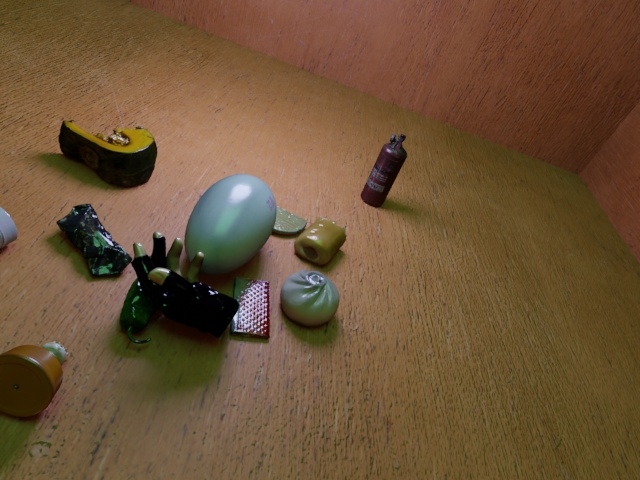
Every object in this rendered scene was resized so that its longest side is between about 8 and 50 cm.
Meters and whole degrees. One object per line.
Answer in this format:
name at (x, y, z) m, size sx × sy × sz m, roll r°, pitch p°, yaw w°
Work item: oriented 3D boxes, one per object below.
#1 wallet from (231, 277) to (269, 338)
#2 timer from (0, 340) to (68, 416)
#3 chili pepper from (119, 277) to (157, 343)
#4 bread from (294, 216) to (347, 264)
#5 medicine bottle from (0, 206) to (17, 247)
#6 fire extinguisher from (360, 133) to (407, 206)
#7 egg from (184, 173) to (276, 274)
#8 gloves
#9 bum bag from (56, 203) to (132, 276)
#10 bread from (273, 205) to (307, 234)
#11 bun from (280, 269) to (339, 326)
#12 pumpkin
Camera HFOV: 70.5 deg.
wallet at (-0.189, 0.181, 1.237) m, size 0.103 × 0.020 × 0.196 m, roll 11°, pitch 39°, yaw -16°
timer at (-0.557, 0.249, 0.900) m, size 0.132 × 0.132 × 0.152 m, roll 20°, pitch 15°, yaw -5°
chili pepper at (-0.426, 0.137, 1.118) m, size 0.100 × 0.074 × 0.257 m, roll 59°, pitch 28°, yaw -29°
bread at (0.001, -0.001, 1.504) m, size 0.134 × 0.085 × 0.173 m, roll 30°, pitch 37°, yaw 9°
medicine bottle at (-0.848, 0.024, 1.006) m, size 0.161 × 0.111 × 0.296 m, roll 30°, pitch 39°, yaw 7°
fire extinguisher at (0.260, -0.283, 1.776) m, size 0.106 × 0.337 × 0.147 m, roll 23°, pitch 37°, yaw 2°
egg at (-0.257, -0.049, 1.309) m, size 0.230 × 0.230 × 0.371 m, roll 23°, pitch 44°, yaw -1°
gloves at (-0.328, 0.111, 1.084) m, size 0.301 × 0.152 × 0.197 m, roll 55°, pitch -6°, yaw -6°
bum bag at (-0.602, -0.001, 1.198) m, size 0.102 × 0.069 × 0.248 m, roll -36°, pitch 68°, yaw -23°
bread at (-0.148, -0.065, 1.547) m, size 0.193 × 0.036 × 0.112 m, roll 25°, pitch 42°, yaw -4°
bun at (-0.027, 0.151, 1.280) m, size 0.172 × 0.120 × 0.173 m, roll 13°, pitch 38°, yaw -10°
pumpkin at (-0.670, -0.302, 1.469) m, size 0.280 × 0.139 × 0.190 m, roll 32°, pitch 42°, yaw 6°
